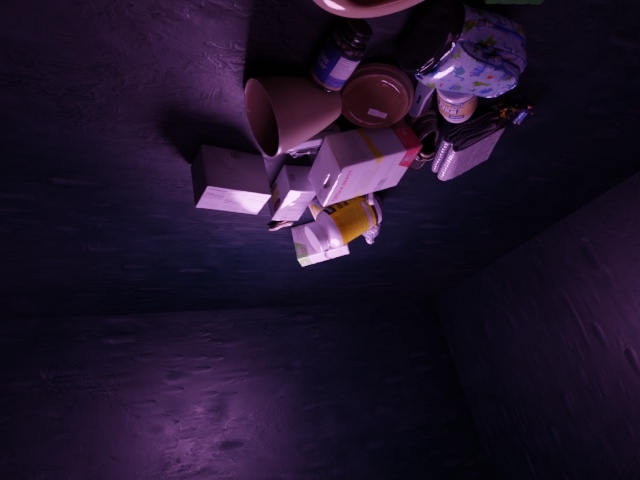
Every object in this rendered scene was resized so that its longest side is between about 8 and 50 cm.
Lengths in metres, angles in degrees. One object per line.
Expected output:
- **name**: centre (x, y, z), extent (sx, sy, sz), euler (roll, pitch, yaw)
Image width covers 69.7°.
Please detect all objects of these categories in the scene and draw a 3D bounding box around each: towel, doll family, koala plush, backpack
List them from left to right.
- **koala plush**: centre (0.243, -0.107, 2.332), extent (0.203, 0.222, 0.196), euler (-8, 153, -11)
- **towel**: centre (0.616, -0.403, 1.945), extent (0.283, 0.121, 0.235), euler (-29, 158, -14)
- **backpack**: centre (0.468, -0.586, 1.435), extent (0.355, 0.274, 0.290), euler (-11, 176, -25)
- **doll family**: centre (0.795, -0.538, 1.909), extent (0.192, 0.076, 0.111), euler (-9, 150, -20)

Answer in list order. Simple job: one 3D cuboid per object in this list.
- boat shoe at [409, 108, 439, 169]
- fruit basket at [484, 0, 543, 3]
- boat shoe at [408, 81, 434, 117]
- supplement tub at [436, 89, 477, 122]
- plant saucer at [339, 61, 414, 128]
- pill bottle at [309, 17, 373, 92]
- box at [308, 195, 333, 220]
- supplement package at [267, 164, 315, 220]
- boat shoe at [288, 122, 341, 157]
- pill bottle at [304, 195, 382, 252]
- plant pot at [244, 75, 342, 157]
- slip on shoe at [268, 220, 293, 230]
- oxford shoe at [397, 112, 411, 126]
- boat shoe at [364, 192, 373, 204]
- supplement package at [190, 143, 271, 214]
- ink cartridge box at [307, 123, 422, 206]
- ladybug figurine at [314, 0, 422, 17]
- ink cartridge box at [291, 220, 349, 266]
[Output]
- **boat shoe**: centre (0.418, -0.395, 1.940), extent (0.132, 0.130, 0.355), euler (-12, 154, -1)
- **fruit basket**: centre (0.548, -0.812, 1.189), extent (0.326, 0.166, 0.353), euler (-7, 138, -13)
- **boat shoe**: centre (0.393, -0.549, 1.711), extent (0.083, 0.065, 0.183), euler (-30, 155, -43)
- **supplement tub**: centre (0.501, -0.529, 1.678), extent (0.144, 0.145, 0.199), euler (-19, 163, 12)
- **plant saucer**: centre (0.192, -0.500, 1.629), extent (0.277, 0.041, 0.278), euler (3, 145, 2)
- **pill bottle**: centre (0.064, -0.575, 1.418), extent (0.122, 0.123, 0.219), euler (3, 149, -31)
- **box**: centre (-0.001, -0.190, 2.182), extent (0.114, 0.103, 0.203), euler (-17, 154, 6)
- **supplement package**: centre (-0.131, -0.207, 2.047), extent (0.133, 0.139, 0.244), euler (-1, 151, -28)
- **boat shoe**: centre (-0.082, -0.370, 1.761), extent (0.334, 0.121, 0.119), euler (-7, 149, -18)
- **pill bottle**: centre (0.101, -0.085, 2.113), extent (0.333, 0.188, 0.188), euler (-31, 158, -16)
- **plant pot**: centre (-0.075, -0.436, 1.530), extent (0.273, 0.257, 0.256), euler (-21, 158, -23)
- **slip on shoe**: centre (-0.209, -0.088, 2.366), extent (0.135, 0.051, 0.041), euler (-14, 116, 20)
- **oxford shoe**: centre (0.278, -0.509, 1.724), extent (0.076, 0.076, 0.212), euler (19, 159, 33)
- **boat shoe**: centre (0.195, -0.237, 2.057), extent (0.070, 0.219, 0.078), euler (-10, 136, 3)
- **supplement package**: centre (-0.355, -0.236, 1.806), extent (0.261, 0.204, 0.145), euler (6, 146, -34)
- **ink cartridge box**: centre (0.171, -0.314, 1.852), extent (0.384, 0.161, 0.279), euler (-19, 159, -26)
- **ladybug figurine**: centre (0.167, -0.722, 1.126), extent (0.448, 0.162, 0.305), euler (-13, 154, 0)
- **ink cartridge box**: centre (0.000, 0.000, 2.456), extent (0.272, 0.199, 0.115), euler (-15, 154, 4)
